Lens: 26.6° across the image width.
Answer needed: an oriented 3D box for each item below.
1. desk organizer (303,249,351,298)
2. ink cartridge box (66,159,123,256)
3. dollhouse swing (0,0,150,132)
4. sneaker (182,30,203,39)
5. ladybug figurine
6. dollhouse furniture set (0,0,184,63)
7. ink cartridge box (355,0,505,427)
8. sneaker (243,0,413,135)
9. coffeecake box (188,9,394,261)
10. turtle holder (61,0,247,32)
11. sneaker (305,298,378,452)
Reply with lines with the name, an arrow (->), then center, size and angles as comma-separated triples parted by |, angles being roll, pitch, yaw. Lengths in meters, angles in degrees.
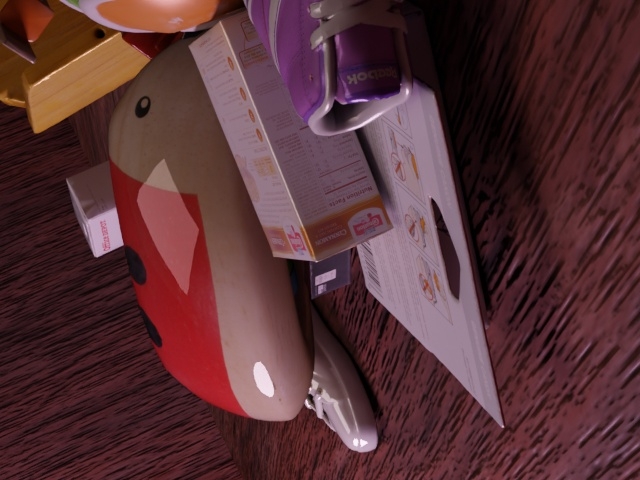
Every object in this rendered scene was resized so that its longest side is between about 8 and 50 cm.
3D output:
desk organizer -> 0.000, 0.000, 1.373 | 0.130, 0.047, 0.050 | 88, 157, -58
ink cartridge box -> -0.259, -0.068, 1.954 | 0.082, 0.191, 0.139 | 62, 166, 18
dollhouse swing -> -0.369, -0.382, 1.682 | 0.346, 0.315, 0.305 | 62, -173, 19
sneaker -> -0.105, -0.269, 1.223 | 0.051, 0.089, 0.170 | 55, 163, 40
ladybug figurine -> -0.108, 0.000, 1.388 | 0.305, 0.162, 0.449 | -92, -7, -61
dollhouse furniture set -> -0.233, -0.293, 1.397 | 0.259, 0.262, 0.135 | 34, -172, -38
ink cartridge box -> 0.076, -0.037, 0.983 | 0.239, 0.060, 0.275 | 44, 154, 56
sneaker -> 0.025, -0.171, 0.782 | 0.282, 0.102, 0.161 | 100, 155, -58
coffeecake box -> -0.026, -0.082, 1.029 | 0.185, 0.068, 0.142 | 68, 167, -7
turtle holder -> -0.138, -0.293, 0.997 | 0.320, 0.243, 0.227 | 47, 176, 32
sneaker -> -0.037, 0.152, 1.619 | 0.290, 0.123, 0.106 | 55, 161, 35
